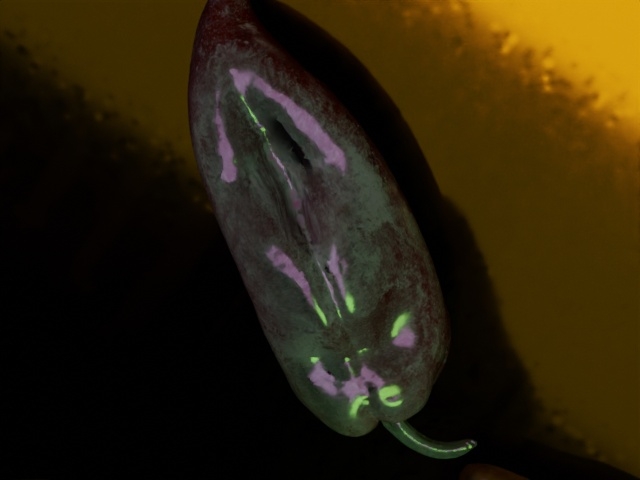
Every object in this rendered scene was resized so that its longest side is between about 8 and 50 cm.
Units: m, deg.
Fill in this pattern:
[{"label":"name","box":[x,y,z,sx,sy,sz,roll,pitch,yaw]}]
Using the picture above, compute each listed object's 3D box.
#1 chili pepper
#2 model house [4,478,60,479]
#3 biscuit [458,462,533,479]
[{"label":"chili pepper","box":[0.000,0.000,0.477,0.050,0.041,0.153,-29,108,-20]},{"label":"model house","box":[-0.082,0.180,0.520,0.294,0.154,0.207,-10,78,34]},{"label":"biscuit","box":[0.071,0.112,0.520,0.081,0.018,0.083,18,117,6]}]
